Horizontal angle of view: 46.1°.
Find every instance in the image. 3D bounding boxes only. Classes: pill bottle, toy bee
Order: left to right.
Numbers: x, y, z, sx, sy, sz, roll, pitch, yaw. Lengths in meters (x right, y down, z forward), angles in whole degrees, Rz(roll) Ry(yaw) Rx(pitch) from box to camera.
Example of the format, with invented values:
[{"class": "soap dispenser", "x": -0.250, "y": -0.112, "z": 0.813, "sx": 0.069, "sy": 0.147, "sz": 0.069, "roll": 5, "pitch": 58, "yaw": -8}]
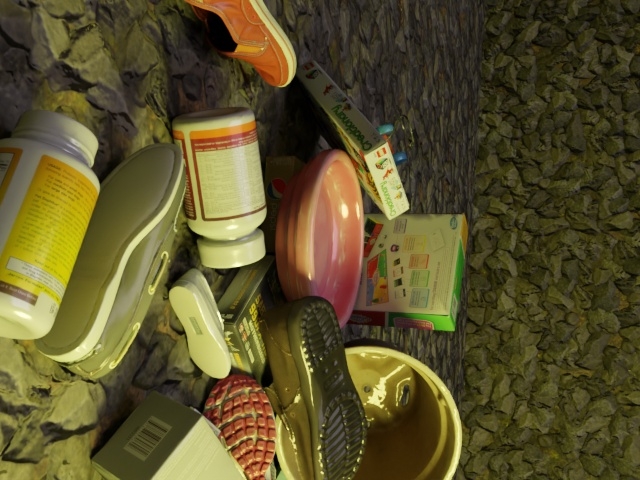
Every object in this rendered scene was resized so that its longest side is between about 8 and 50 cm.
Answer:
[{"class": "pill bottle", "x": -0.293, "y": -0.019, "z": 0.745, "sx": 0.117, "sy": 0.117, "sz": 0.214, "roll": 55, "pitch": 42, "yaw": -56}, {"class": "pill bottle", "x": -0.144, "y": -0.079, "z": 1.112, "sx": 0.121, "sy": 0.121, "sz": 0.221, "roll": -42, "pitch": 129, "yaw": -62}, {"class": "toy bee", "x": 0.110, "y": -0.214, "z": 1.759, "sx": 0.298, "sy": 0.162, "sz": 0.195, "roll": 75, "pitch": -7, "yaw": -63}]

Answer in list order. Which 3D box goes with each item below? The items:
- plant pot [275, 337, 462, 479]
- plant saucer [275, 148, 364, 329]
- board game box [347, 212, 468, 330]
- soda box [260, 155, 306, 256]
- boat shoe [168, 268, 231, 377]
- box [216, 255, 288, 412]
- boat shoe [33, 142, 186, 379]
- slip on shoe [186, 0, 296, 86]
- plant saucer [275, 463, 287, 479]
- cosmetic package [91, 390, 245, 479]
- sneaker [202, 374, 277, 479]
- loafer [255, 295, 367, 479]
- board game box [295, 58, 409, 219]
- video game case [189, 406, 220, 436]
[{"class": "plant pot", "x": 0.091, "y": 0.334, "z": 1.485, "sx": 0.305, "sy": 0.334, "sz": 0.333, "roll": -66, "pitch": 154, "yaw": -83}, {"class": "plant saucer", "x": 0.000, "y": 0.000, "z": 1.372, "sx": 0.332, "sy": 0.084, "sz": 0.331, "roll": 2, "pitch": 90, "yaw": -71}, {"class": "board game box", "x": 0.128, "y": 0.056, "z": 1.541, "sx": 0.064, "sy": 0.317, "sz": 0.242, "roll": 62, "pitch": 36, "yaw": -52}, {"class": "soda box", "x": -0.069, "y": -0.063, "z": 1.387, "sx": 0.061, "sy": 0.058, "sz": 0.181, "roll": 23, "pitch": 70, "yaw": -67}, {"class": "boat shoe", "x": -0.174, "y": 0.125, "z": 1.138, "sx": 0.184, "sy": 0.066, "sz": 0.063, "roll": 67, "pitch": 31, "yaw": -27}, {"class": "box", "x": -0.107, "y": 0.170, "z": 1.305, "sx": 0.183, "sy": 0.056, "sz": 0.230, "roll": -61, "pitch": 145, "yaw": -49}, {"class": "boat shoe", "x": -0.236, "y": 0.018, "z": 0.911, "sx": 0.091, "sy": 0.109, "sz": 0.304, "roll": 61, "pitch": 42, "yaw": -52}, {"class": "slip on shoe", "x": -0.131, "y": -0.331, "z": 1.180, "sx": 0.101, "sy": 0.123, "sz": 0.331, "roll": -52, "pitch": 157, "yaw": -4}, {"class": "plant saucer", "x": -0.070, "y": 0.568, "z": 1.434, "sx": 0.318, "sy": 0.044, "sz": 0.317, "roll": 1, "pitch": 90, "yaw": -68}, {"class": "cosmetic package", "x": -0.187, "y": 0.329, "z": 1.015, "sx": 0.127, "sy": 0.107, "sz": 0.237, "roll": -50, "pitch": 142, "yaw": -32}, {"class": "sneaker", "x": -0.130, "y": 0.366, "z": 1.209, "sx": 0.112, "sy": 0.121, "sz": 0.298, "roll": 152, "pitch": -68, "yaw": -74}, {"class": "loafer", "x": -0.018, "y": 0.259, "z": 1.263, "sx": 0.134, "sy": 0.130, "sz": 0.365, "roll": -23, "pitch": 110, "yaw": -47}, {"class": "board game box", "x": 0.059, "y": -0.200, "z": 1.467, "sx": 0.305, "sy": 0.053, "sz": 0.193, "roll": 56, "pitch": -4, "yaw": 40}, {"class": "video game case", "x": -0.198, "y": 0.315, "z": 1.098, "sx": 0.122, "sy": 0.011, "sz": 0.087, "roll": -61, "pitch": 145, "yaw": -24}]
